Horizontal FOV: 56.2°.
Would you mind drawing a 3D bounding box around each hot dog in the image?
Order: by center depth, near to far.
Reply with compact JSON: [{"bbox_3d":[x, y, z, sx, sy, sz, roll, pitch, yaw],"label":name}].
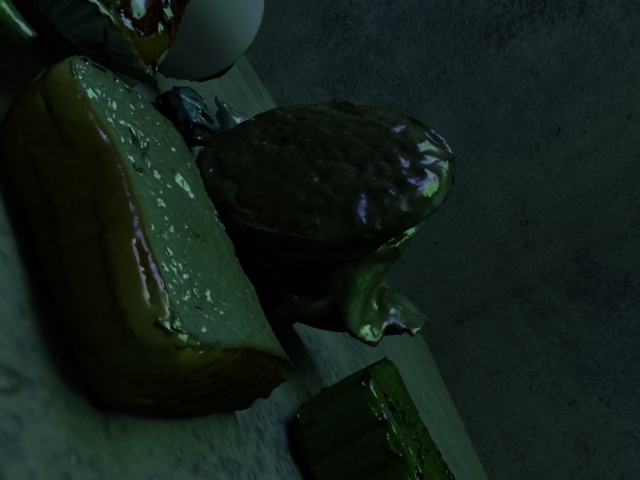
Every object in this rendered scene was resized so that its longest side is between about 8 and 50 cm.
[{"bbox_3d":[-0.165,-0.251,0.507,0.162,0.081,0.271,50,30,-44],"label":"hot dog"}]

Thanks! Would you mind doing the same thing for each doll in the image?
[{"bbox_3d":[-0.136,-0.162,1.044,0.227,0.075,0.102,65,10,-52],"label":"doll"}]

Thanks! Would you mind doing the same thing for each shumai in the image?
[{"bbox_3d":[0.000,0.000,0.786,0.329,0.292,0.289,22,-35,29],"label":"shumai"}]

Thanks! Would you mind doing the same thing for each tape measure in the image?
[{"bbox_3d":[-0.187,-0.176,0.849,0.091,0.054,0.094,58,16,8],"label":"tape measure"}]

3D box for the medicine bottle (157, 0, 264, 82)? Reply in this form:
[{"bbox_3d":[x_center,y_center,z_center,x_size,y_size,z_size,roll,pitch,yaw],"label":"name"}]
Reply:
[{"bbox_3d":[-0.228,-0.375,0.744,0.214,0.213,0.378,62,7,20],"label":"medicine bottle"}]

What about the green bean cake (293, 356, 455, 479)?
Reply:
[{"bbox_3d":[0.068,0.241,0.653,0.200,0.113,0.214,64,8,12],"label":"green bean cake"}]

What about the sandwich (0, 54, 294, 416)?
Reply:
[{"bbox_3d":[-0.121,0.002,0.457,0.251,0.087,0.226,62,9,21],"label":"sandwich"}]

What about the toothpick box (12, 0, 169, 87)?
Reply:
[{"bbox_3d":[-0.229,-0.222,0.575,0.149,0.098,0.098,53,9,-39],"label":"toothpick box"}]

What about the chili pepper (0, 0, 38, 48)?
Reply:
[{"bbox_3d":[-0.266,-0.223,0.337,0.270,0.099,0.136,54,-3,-15],"label":"chili pepper"}]
